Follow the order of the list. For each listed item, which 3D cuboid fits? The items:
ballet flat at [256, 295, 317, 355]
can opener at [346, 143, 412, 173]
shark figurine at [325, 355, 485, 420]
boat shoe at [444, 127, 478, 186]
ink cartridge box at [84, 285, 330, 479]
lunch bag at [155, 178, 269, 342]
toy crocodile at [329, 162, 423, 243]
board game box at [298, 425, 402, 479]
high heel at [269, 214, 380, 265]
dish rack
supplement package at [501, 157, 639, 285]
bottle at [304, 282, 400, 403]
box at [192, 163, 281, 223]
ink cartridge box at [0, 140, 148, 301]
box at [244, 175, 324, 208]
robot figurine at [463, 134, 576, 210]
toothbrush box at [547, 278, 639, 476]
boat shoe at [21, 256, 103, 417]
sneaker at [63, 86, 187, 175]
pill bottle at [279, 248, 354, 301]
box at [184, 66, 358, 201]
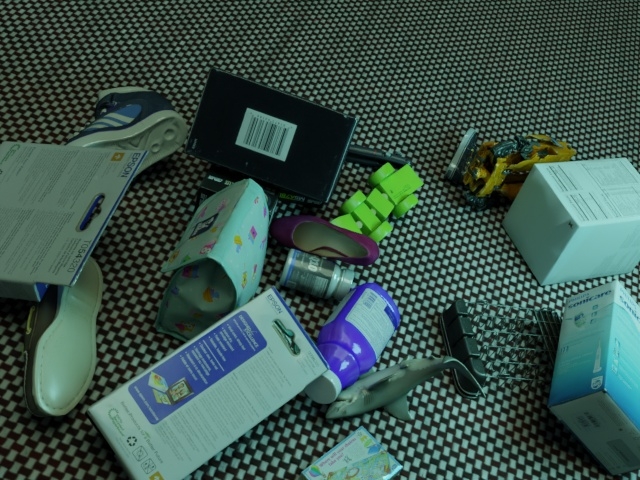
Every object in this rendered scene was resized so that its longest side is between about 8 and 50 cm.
[{"bbox_3d":[-0.061,0.187,1.645,0.206,0.067,0.073,55,38,-7],"label":"ballet flat"},{"bbox_3d":[0.127,-0.192,2.091,0.186,0.059,0.073,20,45,-1],"label":"can opener"},{"bbox_3d":[0.160,0.272,1.610,0.116,0.278,0.166,67,17,-6],"label":"shark figurine"},{"bbox_3d":[0.369,-0.198,2.185,0.083,0.065,0.183,27,51,4],"label":"boat shoe"},{"bbox_3d":[-0.179,0.246,1.461,0.370,0.069,0.176,-33,86,-22],"label":"ink cartridge box"},{"bbox_3d":[-0.185,0.039,1.615,0.160,0.262,0.223,22,45,2],"label":"lunch bag"},{"bbox_3d":[0.118,-0.071,1.949,0.115,0.105,0.340,48,45,-1],"label":"toy crocodile"},{"bbox_3d":[0.052,0.397,1.521,0.154,0.026,0.103,-29,62,-37],"label":"board game box"},{"bbox_3d":[0.000,0.000,1.776,0.244,0.082,0.117,20,2,12],"label":"high heel"},{"bbox_3d":[0.388,0.216,1.786,0.271,0.074,0.208,6,47,-16],"label":"dish rack"},{"bbox_3d":[0.596,-0.047,2.016,0.262,0.199,0.198,-6,50,-24],"label":"supplement package"},{"bbox_3d":[0.054,0.190,1.642,0.118,0.092,0.283,51,37,-9],"label":"bottle"},{"bbox_3d":[-0.173,-0.040,1.752,0.147,0.180,0.078,20,43,0],"label":"box"},{"bbox_3d":[-0.503,-0.039,1.599,0.329,0.071,0.324,6,51,19],"label":"ink cartridge box"},{"bbox_3d":[-0.077,-0.166,2.006,0.184,0.045,0.191,8,46,-9],"label":"box"},{"bbox_3d":[0.456,-0.166,2.091,0.290,0.211,0.085,-3,43,-35],"label":"robot figurine"},{"bbox_3d":[0.561,0.258,1.702,0.216,0.126,0.296,46,42,-19],"label":"toothbrush box"},{"bbox_3d":[-0.451,0.165,1.519,0.116,0.096,0.325,41,34,-39],"label":"boat shoe"},{"bbox_3d":[-0.461,-0.221,1.891,0.322,0.130,0.236,-28,40,-20],"label":"sneaker"},{"bbox_3d":[-0.007,0.072,1.777,0.137,0.078,0.078,18,44,-3],"label":"pill bottle"},{"bbox_3d":[-0.086,-0.213,1.805,0.296,0.183,0.294,20,9,1],"label":"box"}]
